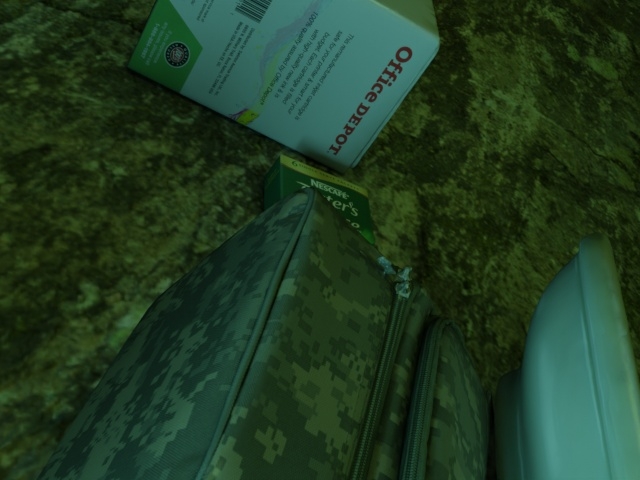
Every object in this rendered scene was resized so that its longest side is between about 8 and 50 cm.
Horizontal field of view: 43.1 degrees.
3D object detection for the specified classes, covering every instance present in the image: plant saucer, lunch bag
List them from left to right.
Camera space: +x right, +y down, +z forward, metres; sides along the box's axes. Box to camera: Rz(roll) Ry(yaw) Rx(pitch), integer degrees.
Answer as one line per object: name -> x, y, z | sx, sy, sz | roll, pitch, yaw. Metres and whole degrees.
lunch bag -> -0.008, 0.155, 0.499 | 0.256, 0.212, 0.305 | 45, 33, -18
plant saucer -> 0.198, 0.199, 0.594 | 0.400, 0.100, 0.401 | -10, 90, -70

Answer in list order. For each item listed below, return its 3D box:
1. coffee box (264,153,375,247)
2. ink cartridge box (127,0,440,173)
coffee box -> 0.000, 0.000, 0.805 | 0.113, 0.040, 0.184 | 21, 38, -21
ink cartridge box -> -0.038, -0.229, 0.890 | 0.278, 0.201, 0.117 | 24, 37, -17
